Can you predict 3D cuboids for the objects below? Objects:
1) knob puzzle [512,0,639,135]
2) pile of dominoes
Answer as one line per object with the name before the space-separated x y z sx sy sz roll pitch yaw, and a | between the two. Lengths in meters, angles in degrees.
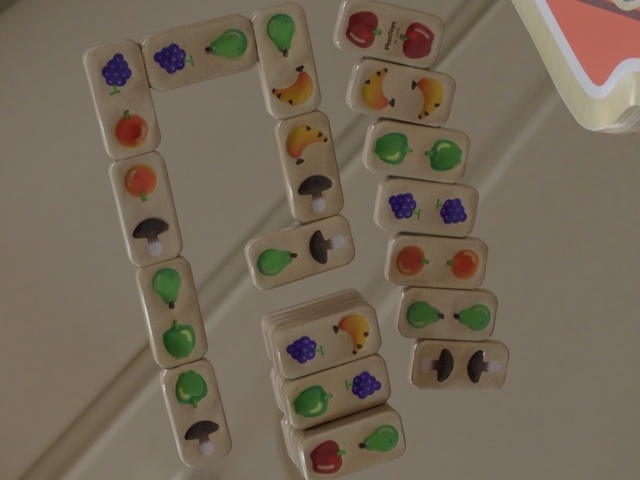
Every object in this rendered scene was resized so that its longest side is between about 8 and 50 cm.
knob puzzle | 0.069 -0.114 0.303 0.030 0.213 0.213 5 153 -27
pile of dominoes | 0.000 0.000 0.855 0.040 0.196 0.251 -141 37 -67
